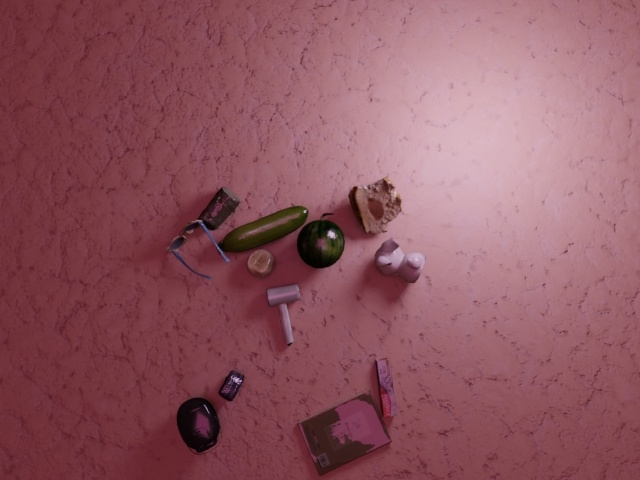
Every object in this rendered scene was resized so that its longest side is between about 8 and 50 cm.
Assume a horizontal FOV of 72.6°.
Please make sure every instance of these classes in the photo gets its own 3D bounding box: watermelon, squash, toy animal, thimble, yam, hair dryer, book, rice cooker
[{"bbox_3d":[0.000,0.000,1.693,0.187,0.188,0.215,-3,98,-2],"label":"watermelon"},{"bbox_3d":[-0.227,-0.039,1.733,0.394,0.107,0.107,-23,84,1],"label":"squash"},{"bbox_3d":[0.310,0.082,1.698,0.192,0.178,0.128,24,80,0],"label":"toy animal"},{"bbox_3d":[-0.341,0.556,1.667,0.066,0.095,0.104,32,47,-7],"label":"thimble"},{"bbox_3d":[-0.406,-0.125,1.746,0.107,0.107,0.183,38,85,3],"label":"yam"},{"bbox_3d":[-0.131,0.297,1.716,0.131,0.073,0.237,-10,86,-4],"label":"hair dryer"},{"bbox_3d":[0.094,0.741,1.688,0.310,0.021,0.217,-23,83,-4],"label":"book"},{"bbox_3d":[-0.452,0.688,1.632,0.142,0.118,0.203,-24,83,-5],"label":"rice cooker"}]

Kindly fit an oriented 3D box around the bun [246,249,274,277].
[{"bbox_3d":[-0.237,0.095,1.737,0.115,0.069,0.115,-3,63,5],"label":"bun"}]

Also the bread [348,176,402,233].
[{"bbox_3d":[0.224,-0.128,1.711,0.183,0.224,0.211,-21,92,2],"label":"bread"}]

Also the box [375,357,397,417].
[{"bbox_3d":[0.255,0.573,1.703,0.055,0.039,0.218,-5,83,-3],"label":"box"}]

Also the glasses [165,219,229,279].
[{"bbox_3d":[-0.470,0.038,1.724,0.220,0.088,0.189,43,110,-8],"label":"glasses"}]
